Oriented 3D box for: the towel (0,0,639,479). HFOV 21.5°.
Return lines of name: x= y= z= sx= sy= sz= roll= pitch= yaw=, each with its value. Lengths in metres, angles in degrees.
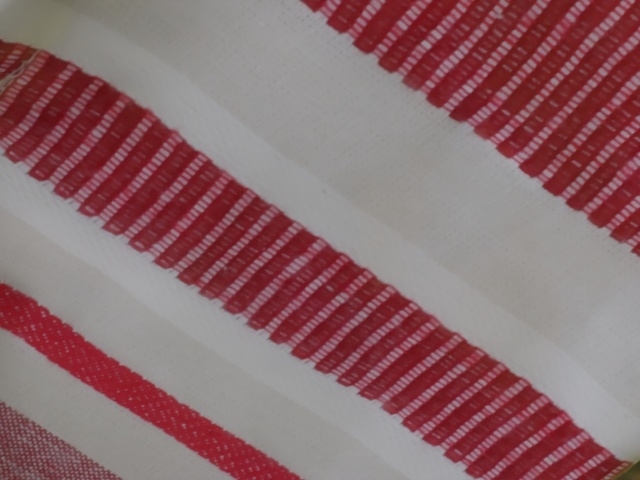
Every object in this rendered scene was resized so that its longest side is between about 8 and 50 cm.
towel: x=0.000 y=0.000 z=0.418 sx=0.329 sy=0.237 sz=0.037 roll=-42 pitch=27 yaw=28
